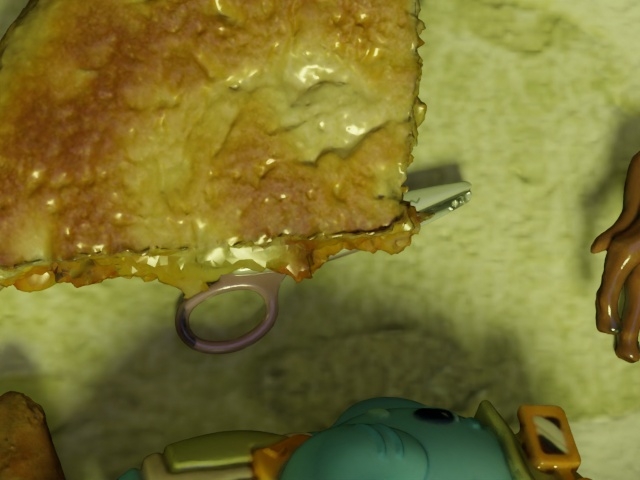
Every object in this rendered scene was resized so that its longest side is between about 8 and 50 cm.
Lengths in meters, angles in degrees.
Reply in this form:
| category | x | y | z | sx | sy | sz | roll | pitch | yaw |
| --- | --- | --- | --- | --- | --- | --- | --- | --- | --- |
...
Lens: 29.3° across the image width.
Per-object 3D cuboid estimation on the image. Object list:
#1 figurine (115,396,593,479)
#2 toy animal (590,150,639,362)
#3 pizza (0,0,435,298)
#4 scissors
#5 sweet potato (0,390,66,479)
| category | x | y | z | sx | sy | sz | roll | pitch | yaw |
| --- | --- | --- | --- | --- | --- | --- | --- | --- | --- |
| figurine | 0.017 | 0.152 | 0.556 | 0.262 | 0.180 | 0.154 | -11 | 103 | -31 |
| toy animal | 0.275 | -0.007 | 0.683 | 0.224 | 0.066 | 0.229 | 29 | 84 | -8 |
| pizza | -0.046 | -0.065 | 0.621 | 0.226 | 0.086 | 0.335 | 44 | 78 | 5 |
| scissors | 0.000 | 0.000 | 0.657 | 0.176 | 0.022 | 0.085 | -18 | 79 | -8 |
| sweet potato | -0.147 | 0.199 | 0.578 | 0.097 | 0.097 | 0.251 | -1 | 79 | -10 |
